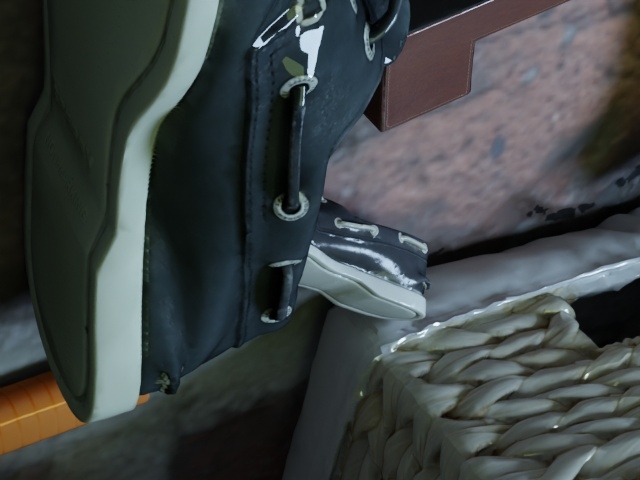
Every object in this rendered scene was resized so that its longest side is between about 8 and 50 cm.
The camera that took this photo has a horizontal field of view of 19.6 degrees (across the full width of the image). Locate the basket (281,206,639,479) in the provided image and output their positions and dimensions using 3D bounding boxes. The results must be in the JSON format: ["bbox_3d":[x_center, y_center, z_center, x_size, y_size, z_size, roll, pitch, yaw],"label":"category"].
[{"bbox_3d":[0.169,0.186,0.949,0.328,0.266,0.331,-14,133,-32],"label":"basket"}]

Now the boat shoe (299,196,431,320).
[{"bbox_3d":[0.000,0.000,0.796,0.125,0.046,0.038,22,68,-34],"label":"boat shoe"}]

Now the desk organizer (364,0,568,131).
[{"bbox_3d":[0.066,-0.097,0.754,0.130,0.047,0.050,-25,142,-22],"label":"desk organizer"}]

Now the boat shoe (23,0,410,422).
[{"bbox_3d":[-0.027,-0.068,0.621,0.113,0.127,0.340,-11,136,-23],"label":"boat shoe"}]

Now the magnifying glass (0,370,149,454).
[{"bbox_3d":[-0.174,0.090,0.740,0.231,0.026,0.092,-20,138,-28],"label":"magnifying glass"}]
